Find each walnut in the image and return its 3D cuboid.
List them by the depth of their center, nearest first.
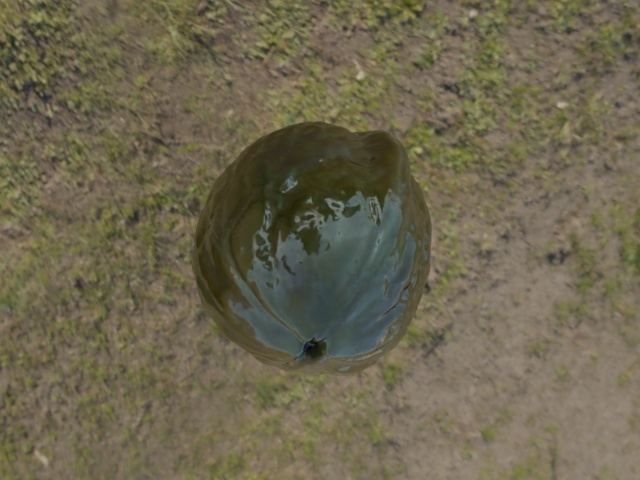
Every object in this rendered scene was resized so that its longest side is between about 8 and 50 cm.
[{"bbox_3d":[0.000,0.000,0.411,0.105,0.124,0.105,9,138,8],"label":"walnut"}]
